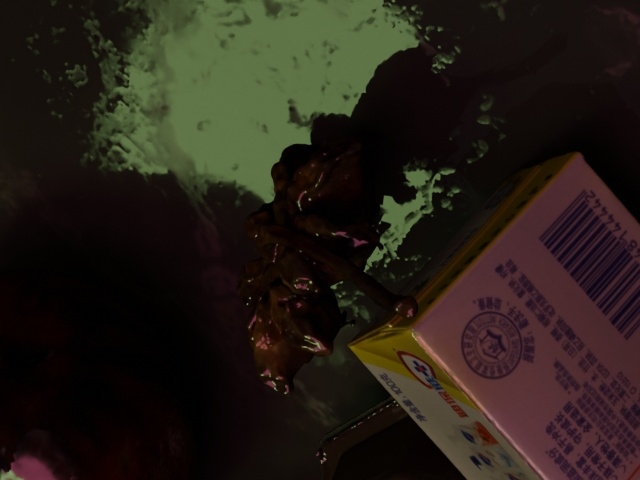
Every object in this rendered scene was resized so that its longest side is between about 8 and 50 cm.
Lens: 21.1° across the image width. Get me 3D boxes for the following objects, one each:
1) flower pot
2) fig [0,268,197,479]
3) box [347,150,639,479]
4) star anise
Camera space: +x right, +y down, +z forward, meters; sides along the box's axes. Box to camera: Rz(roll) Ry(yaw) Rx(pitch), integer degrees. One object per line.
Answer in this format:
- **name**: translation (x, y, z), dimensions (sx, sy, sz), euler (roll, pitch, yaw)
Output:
- **flower pot**: translation (0.100, 0.223, 1.145), dimensions (0.251, 0.084, 0.179), euler (48, 131, -8)
- **fig**: translation (-0.191, 0.148, 1.226), dimensions (0.224, 0.224, 0.263), euler (-13, 110, 28)
- **box**: translation (0.169, 0.099, 1.064), dimensions (0.265, 0.168, 0.097), euler (47, 160, -8)
- **star anise**: translation (0.003, 0.000, 1.074), dimensions (0.073, 0.177, 0.234), euler (16, 154, -25)
